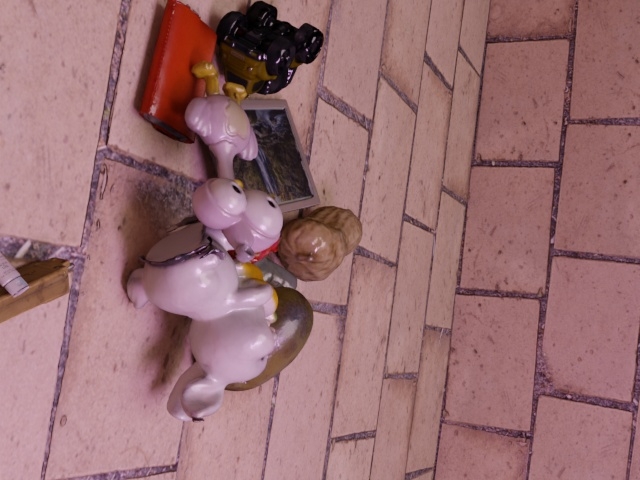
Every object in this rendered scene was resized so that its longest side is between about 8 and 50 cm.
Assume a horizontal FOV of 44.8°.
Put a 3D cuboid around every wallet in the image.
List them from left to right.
[{"bbox_3d":[-0.236,-0.279,1.298,0.142,0.045,0.204,31,67,-64],"label":"wallet"}]

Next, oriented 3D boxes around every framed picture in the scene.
[{"bbox_3d":[-0.113,-0.162,1.505,0.324,0.020,0.240,-16,88,-62],"label":"framed picture"}]

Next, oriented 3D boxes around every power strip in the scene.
[{"bbox_3d":[-0.419,0.084,0.966,0.305,0.064,0.044,-34,127,-58],"label":"power strip"}]

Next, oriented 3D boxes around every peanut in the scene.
[{"bbox_3d":[-0.006,0.008,1.720,0.159,0.143,0.291,-57,169,22],"label":"peanut"}]

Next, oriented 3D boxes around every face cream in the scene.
[{"bbox_3d":[-0.409,0.022,0.963,0.115,0.020,0.038,47,38,1],"label":"face cream"}]

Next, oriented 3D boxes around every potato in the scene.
[{"bbox_3d":[-0.125,0.190,1.457,0.251,0.159,0.174,-46,161,-23],"label":"potato"}]

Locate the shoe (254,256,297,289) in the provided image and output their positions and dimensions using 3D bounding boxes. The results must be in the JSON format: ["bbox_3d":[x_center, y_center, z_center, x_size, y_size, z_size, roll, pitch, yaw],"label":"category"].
[{"bbox_3d":[-0.100,0.100,1.581,0.251,0.100,0.103,52,50,-57],"label":"shoe"}]

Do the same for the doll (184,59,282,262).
[{"bbox_3d":[-0.146,-0.118,1.237,0.160,0.094,0.365,29,37,-49],"label":"doll"}]

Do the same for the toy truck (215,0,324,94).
[{"bbox_3d":[-0.107,-0.341,1.465,0.224,0.147,0.165,-44,160,-55],"label":"toy truck"}]

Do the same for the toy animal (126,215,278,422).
[{"bbox_3d":[-0.177,0.129,1.275,0.247,0.183,0.309,-28,115,-24],"label":"toy animal"}]

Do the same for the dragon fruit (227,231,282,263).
[{"bbox_3d":[-0.152,0.013,1.427,0.153,0.153,0.110,-20,130,-62],"label":"dragon fruit"}]
